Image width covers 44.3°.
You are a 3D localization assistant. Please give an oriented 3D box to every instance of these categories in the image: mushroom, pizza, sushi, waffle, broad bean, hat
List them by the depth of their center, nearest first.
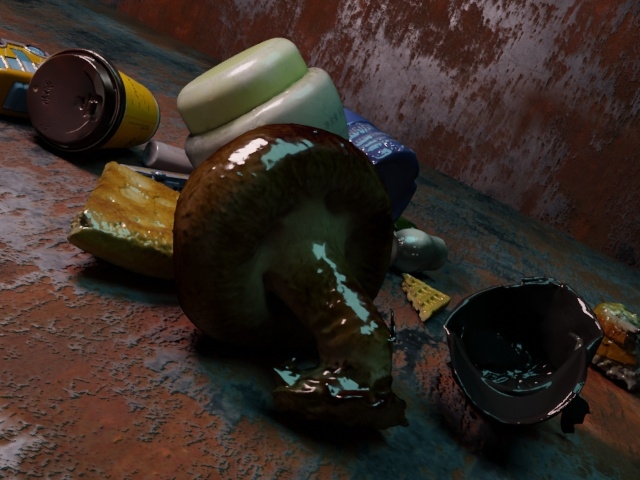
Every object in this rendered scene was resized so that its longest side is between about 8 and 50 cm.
[{"bbox_3d":[-0.030,0.024,1.009,0.331,0.334,0.356,18,7,-24],"label":"mushroom"},{"bbox_3d":[-0.228,0.002,1.159,0.258,0.087,0.268,26,16,-14],"label":"pizza"},{"bbox_3d":[0.297,0.218,1.200,0.238,0.208,0.336,8,30,15],"label":"hat"},{"bbox_3d":[0.181,0.110,1.534,0.125,0.032,0.191,33,15,19],"label":"waffle"},{"bbox_3d":[0.656,0.226,1.698,0.184,0.139,0.274,37,16,31],"label":"sushi"},{"bbox_3d":[0.207,-0.038,2.041,0.061,0.046,0.195,15,17,-26],"label":"broad bean"}]

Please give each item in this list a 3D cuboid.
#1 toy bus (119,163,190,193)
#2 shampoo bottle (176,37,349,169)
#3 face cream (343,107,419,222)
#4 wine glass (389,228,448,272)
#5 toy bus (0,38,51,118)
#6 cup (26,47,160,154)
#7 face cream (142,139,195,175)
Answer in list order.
[{"bbox_3d":[-0.285,-0.096,1.437,0.075,0.064,0.190,21,10,35],"label":"toy bus"},{"bbox_3d":[-0.105,-0.214,1.562,0.317,0.323,0.322,58,7,-18],"label":"shampoo bottle"},{"bbox_3d":[0.078,-0.153,1.828,0.225,0.249,0.249,37,19,31],"label":"face cream"},{"bbox_3d":[0.189,0.024,1.712,0.103,0.103,0.222,37,19,36],"label":"wine glass"},{"bbox_3d":[-0.595,-0.307,1.527,0.136,0.126,0.209,43,21,25],"label":"toy bus"},{"bbox_3d":[-0.430,-0.260,1.536,0.196,0.196,0.280,28,8,10],"label":"cup"},{"bbox_3d":[-0.273,-0.158,1.662,0.198,0.057,0.084,16,20,-38],"label":"face cream"}]
